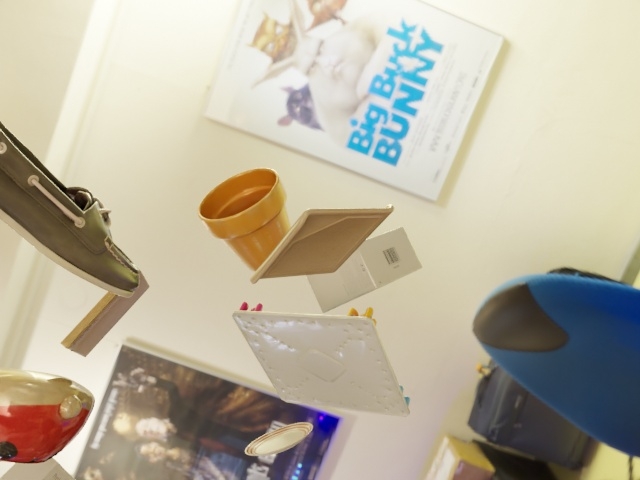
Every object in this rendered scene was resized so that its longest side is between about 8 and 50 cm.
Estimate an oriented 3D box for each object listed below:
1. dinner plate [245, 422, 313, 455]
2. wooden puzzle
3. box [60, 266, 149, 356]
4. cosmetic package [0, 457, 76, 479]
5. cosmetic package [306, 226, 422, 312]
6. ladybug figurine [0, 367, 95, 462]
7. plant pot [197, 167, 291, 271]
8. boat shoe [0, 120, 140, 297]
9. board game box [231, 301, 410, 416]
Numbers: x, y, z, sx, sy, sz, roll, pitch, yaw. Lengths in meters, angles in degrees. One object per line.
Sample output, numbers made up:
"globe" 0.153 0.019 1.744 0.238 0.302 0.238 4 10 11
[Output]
"dinner plate" -0.079 0.393 1.295 0.141 0.141 0.017 156 95 -80
"wooden puzzle" 0.000 0.000 1.267 0.221 0.238 0.044 -49 60 41
"box" -0.432 0.147 1.349 0.201 0.021 0.164 -51 -4 -17
"cosmetic package" -0.664 0.680 1.528 0.284 0.097 0.377 -49 -32 -29
"cosmetic package" 0.120 0.082 1.867 0.224 0.138 0.224 -18 -10 -47
"ladybug figurine" -0.636 0.345 1.291 0.449 0.305 0.162 -10 65 32
"plant pot" -0.154 -0.035 1.549 0.205 0.205 0.188 -79 -31 -53
"boat shoe" -0.294 -0.055 0.693 0.095 0.335 0.112 -49 39 -6
"board game box" 0.010 0.308 1.724 0.050 0.389 0.390 -64 -37 -40
